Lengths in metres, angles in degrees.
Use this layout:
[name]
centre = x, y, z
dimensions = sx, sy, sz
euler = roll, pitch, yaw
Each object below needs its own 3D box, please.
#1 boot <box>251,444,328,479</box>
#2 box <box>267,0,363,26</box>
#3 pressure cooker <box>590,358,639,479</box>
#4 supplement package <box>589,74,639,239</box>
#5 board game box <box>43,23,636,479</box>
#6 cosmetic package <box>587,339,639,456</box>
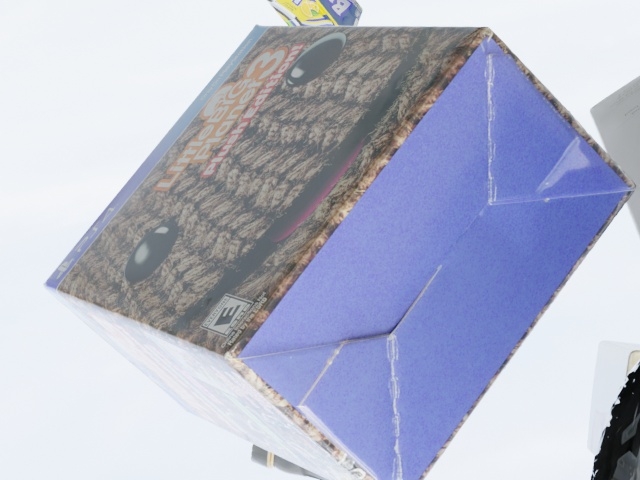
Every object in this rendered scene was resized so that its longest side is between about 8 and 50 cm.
[boot]
centre = 0.016, 0.163, 1.722
dimensions = 0.137, 0.198, 0.077
euler = 21, -132, 10
[box]
centre = -0.027, -0.276, 1.885
dimensions = 0.054, 0.169, 0.059
euler = -15, -139, 35
[pressure cooker]
centre = 0.371, 0.147, 0.731
dimensions = 0.420, 0.370, 0.375
euler = -22, -135, 42
[supplement package]
centre = 0.328, -0.023, 1.283
dimensions = 0.175, 0.177, 0.293
euler = -33, -159, 14
[board game box]
centre = 0.000, 0.000, 1.071
dimensions = 0.232, 0.141, 0.291
euler = -52, -155, -13
[cosmetic package]
centre = 0.363, 0.178, 1.822
dimensions = 0.153, 0.129, 0.296
euler = 8, 180, 5
